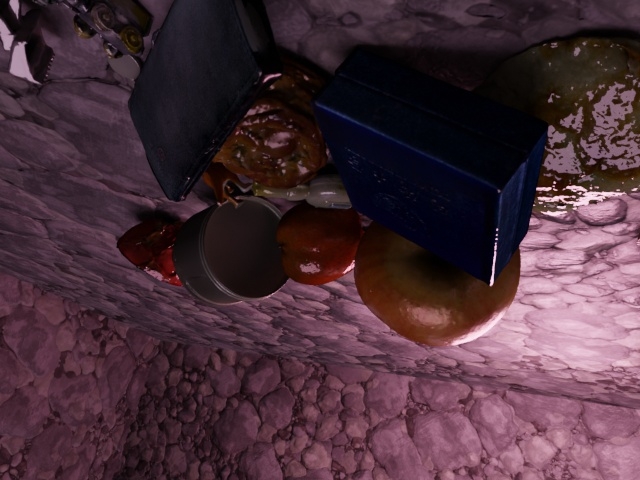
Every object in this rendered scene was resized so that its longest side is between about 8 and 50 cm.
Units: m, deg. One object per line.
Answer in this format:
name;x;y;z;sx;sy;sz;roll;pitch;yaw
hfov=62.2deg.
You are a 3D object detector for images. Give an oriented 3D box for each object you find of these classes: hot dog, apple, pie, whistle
hot dog;-0.094;-0.160;0.803;0.196;0.122;0.272;22;155;-27
apple;0.205;0.048;0.938;0.286;0.285;0.233;8;164;13
pie;0.320;-0.138;0.664;0.275;0.105;0.257;-8;135;40
whistle;-0.023;-0.087;0.957;0.199;0.057;0.104;1;169;-17

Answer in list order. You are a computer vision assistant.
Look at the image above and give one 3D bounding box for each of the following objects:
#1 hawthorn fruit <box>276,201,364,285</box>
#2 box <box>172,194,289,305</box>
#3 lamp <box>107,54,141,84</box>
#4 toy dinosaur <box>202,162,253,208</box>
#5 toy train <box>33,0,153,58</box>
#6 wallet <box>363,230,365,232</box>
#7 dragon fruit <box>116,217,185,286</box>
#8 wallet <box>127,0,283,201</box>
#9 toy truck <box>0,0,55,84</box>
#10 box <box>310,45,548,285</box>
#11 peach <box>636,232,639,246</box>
hawthorn fruit;0.000;0.000;1.070;0.190;0.189;0.189;12;158;5
box;-0.184;0.024;1.151;0.226;0.225;0.149;27;154;-30
lamp;-0.275;-0.233;0.861;0.050;0.056;0.198;8;146;18
toy dinosaur;-0.185;-0.122;0.918;0.142;0.057;0.212;43;-178;-1
toy train;-0.289;-0.301;0.638;0.060;0.081;0.202;1;162;32
wallet;0.127;0.023;1.227;0.124;0.031;0.183;6;155;18
dragon fruit;-0.396;0.006;1.383;0.219;0.148;0.224;36;-175;37
wallet;-0.166;-0.193;0.671;0.046;0.190;0.379;-16;171;-35
toy truck;-0.471;-0.309;0.658;0.286;0.136;0.111;23;126;-34
box;0.146;-0.088;0.719;0.262;0.116;0.279;33;166;27
peach;0.565;-0.059;0.723;0.189;0.068;0.279;22;153;-24
